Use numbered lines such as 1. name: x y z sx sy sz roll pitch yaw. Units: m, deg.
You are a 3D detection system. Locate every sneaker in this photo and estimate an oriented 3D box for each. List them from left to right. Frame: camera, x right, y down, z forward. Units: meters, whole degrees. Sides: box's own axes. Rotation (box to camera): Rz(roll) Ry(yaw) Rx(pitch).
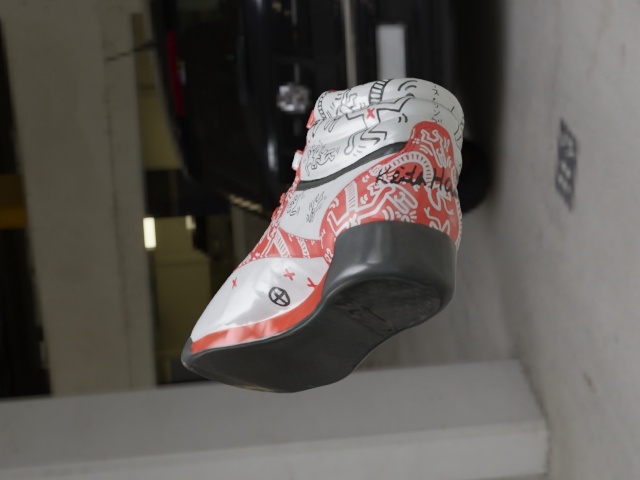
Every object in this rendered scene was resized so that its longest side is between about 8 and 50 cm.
1. sneaker: 0.001 0.000 0.762 0.270 0.090 0.145 -35 41 55
